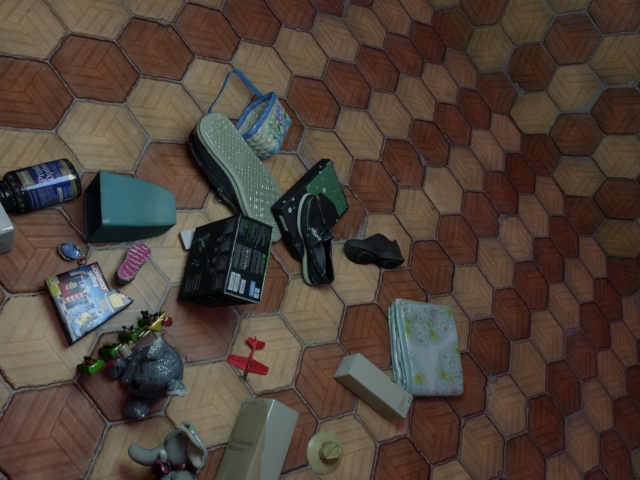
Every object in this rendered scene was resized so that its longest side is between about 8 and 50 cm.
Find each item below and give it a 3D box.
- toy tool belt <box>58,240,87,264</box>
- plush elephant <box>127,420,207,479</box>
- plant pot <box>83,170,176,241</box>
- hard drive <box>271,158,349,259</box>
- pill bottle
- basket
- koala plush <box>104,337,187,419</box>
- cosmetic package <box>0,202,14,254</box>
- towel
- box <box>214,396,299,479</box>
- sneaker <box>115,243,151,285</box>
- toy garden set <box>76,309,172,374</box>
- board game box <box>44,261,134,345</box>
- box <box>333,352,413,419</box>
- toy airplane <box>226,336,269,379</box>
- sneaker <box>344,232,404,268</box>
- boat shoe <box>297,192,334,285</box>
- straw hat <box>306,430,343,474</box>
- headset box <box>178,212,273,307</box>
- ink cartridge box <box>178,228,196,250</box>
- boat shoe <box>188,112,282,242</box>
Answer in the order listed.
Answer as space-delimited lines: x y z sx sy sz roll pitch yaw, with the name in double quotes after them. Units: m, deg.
-0.711 0.035 1.452 0.083 0.051 0.052 43 54 -12 "toy tool belt"
-0.391 0.608 1.305 0.330 0.271 0.255 -4 54 -23 "plush elephant"
-0.572 -0.089 1.532 0.234 0.166 0.165 5 69 -40 "plant pot"
-0.030 -0.123 1.883 0.339 0.064 0.236 -49 132 -35 "hard drive"
-0.806 -0.148 1.421 0.219 0.123 0.122 -26 86 -37 "pill bottle"
-0.257 -0.458 1.849 0.289 0.201 0.254 35 57 -28 "basket"
-0.450 0.359 1.384 0.203 0.221 0.196 -24 85 -37 "koala plush"
-0.945 -0.131 1.281 0.155 0.197 0.365 -27 88 -37 "cosmetic package"
0.424 0.426 2.004 0.321 0.090 0.374 10 67 -29 "towel"
-0.192 0.631 1.476 0.121 0.148 0.311 42 52 -32 "box"
-0.572 0.075 1.522 0.063 0.075 0.170 35 33 -16 "sneaker"
-0.533 0.266 1.375 0.244 0.204 0.049 -40 109 -38 "toy garden set"
-0.649 0.169 1.434 0.194 0.060 0.194 -22 84 -38 "board game box"
0.190 0.524 1.800 0.275 0.113 0.094 42 54 -13 "box"
-0.224 0.380 1.641 0.151 0.028 0.151 12 65 -27 "toy airplane"
0.209 0.029 2.030 0.286 0.109 0.130 15 54 -35 "sneaker"
-0.003 0.001 1.795 0.127 0.113 0.339 -14 107 -51 "boat shoe"
0.032 0.696 1.659 0.145 0.061 0.144 12 65 -29 "straw hat"
-0.299 0.072 1.555 0.131 0.283 0.246 25 64 -39 "headset box"
-0.408 -0.007 1.679 0.115 0.029 0.062 -14 79 -37 "ink cartridge box"
-0.286 -0.207 1.767 0.187 0.156 0.500 -49 115 -38 "boat shoe"
